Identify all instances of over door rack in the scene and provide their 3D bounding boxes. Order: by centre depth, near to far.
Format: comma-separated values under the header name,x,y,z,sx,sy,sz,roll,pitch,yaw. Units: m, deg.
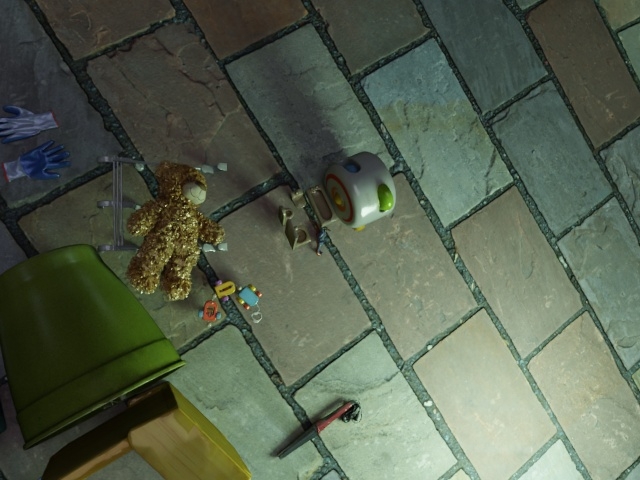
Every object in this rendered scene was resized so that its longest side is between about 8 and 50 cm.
name,x,y,z,sx,sy,sz,roll,pitch,yaw
over door rack,-0.406,-0.084,1.451,0.324,0.108,0.239,0,88,-33

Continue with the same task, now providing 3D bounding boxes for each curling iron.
name,x,y,z,sx,sy,sz,roll,pitch,yaw
curling iron,0.004,0.529,1.574,0.274,0.035,0.068,-26,94,-19

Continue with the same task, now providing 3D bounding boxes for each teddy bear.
name,x,y,z,sx,sy,sz,roll,pitch,yaw
teddy bear,-0.346,-0.023,1.357,0.245,0.113,0.338,37,68,-27

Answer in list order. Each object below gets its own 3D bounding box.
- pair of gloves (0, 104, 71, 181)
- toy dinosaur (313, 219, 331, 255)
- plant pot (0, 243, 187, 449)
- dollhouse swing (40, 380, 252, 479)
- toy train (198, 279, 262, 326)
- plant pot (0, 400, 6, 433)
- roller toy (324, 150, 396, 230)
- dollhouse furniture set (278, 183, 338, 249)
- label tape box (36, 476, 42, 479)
name,x,y,z,sx,sy,sz,roll,pitch,yaw
pair of gloves,-0.715,-0.240,1.391,0.159,0.023,0.198,-18,93,-19
toy dinosaur,0.000,0.000,1.620,0.090,0.047,0.082,31,85,19
plant pot,-0.547,0.211,1.271,0.367,0.366,0.352,-27,83,-19
dollhouse swing,-0.388,0.510,1.276,0.305,0.347,0.315,-45,100,-17
toy train,-0.240,0.169,1.513,0.166,0.046,0.125,5,86,-15
plant pot,-0.798,0.379,1.206,0.166,0.234,0.165,-12,91,-19
roller toy,0.102,-0.138,1.575,0.146,0.209,0.191,-25,81,-18
dollhouse furniture set,-0.033,-0.080,1.542,0.151,0.123,0.144,-23,79,-11
label tape box,-0.627,0.727,1.307,0.241,0.106,0.333,-36,97,-18
